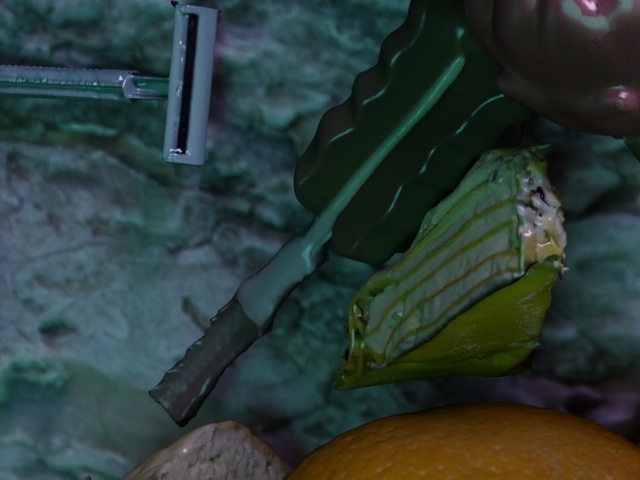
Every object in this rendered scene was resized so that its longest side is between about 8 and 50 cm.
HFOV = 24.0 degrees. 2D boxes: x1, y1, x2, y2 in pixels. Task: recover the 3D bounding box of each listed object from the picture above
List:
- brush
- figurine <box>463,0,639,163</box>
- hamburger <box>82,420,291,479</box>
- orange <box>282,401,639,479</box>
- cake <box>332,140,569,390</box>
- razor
[{"bbox_3d":[0.000,0.000,0.779,0.084,0.071,0.301,49,123,14],"label":"brush"},{"bbox_3d":[0.112,-0.152,0.611,0.207,0.166,0.387,1,108,42],"label":"figurine"},{"bbox_3d":[-0.091,0.258,0.865,0.209,0.162,0.330,-6,112,30],"label":"hamburger"},{"bbox_3d":[0.076,0.198,0.713,0.264,0.264,0.264,9,113,21],"label":"orange"},{"bbox_3d":[0.053,0.016,0.709,0.116,0.185,0.080,-8,73,4],"label":"cake"},{"bbox_3d":[-0.149,-0.088,0.834,0.211,0.036,0.084,5,88,29],"label":"razor"}]
